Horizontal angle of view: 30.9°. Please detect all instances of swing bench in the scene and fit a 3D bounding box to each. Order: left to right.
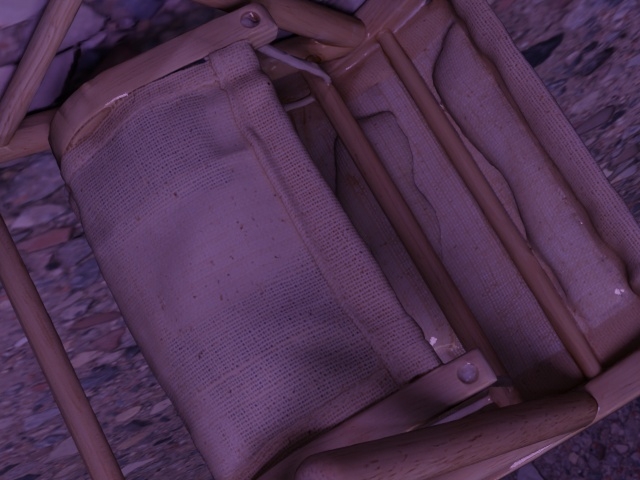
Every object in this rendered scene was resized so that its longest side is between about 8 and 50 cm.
[{"bbox_3d":[0.000,0.000,0.529,0.254,0.253,0.165,-12,155,-41],"label":"swing bench"}]
